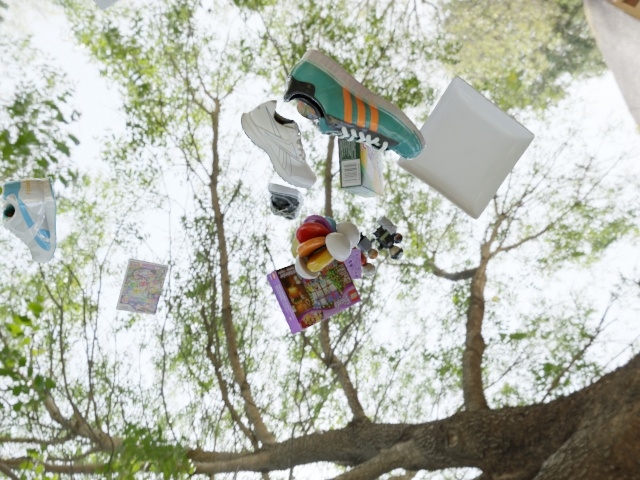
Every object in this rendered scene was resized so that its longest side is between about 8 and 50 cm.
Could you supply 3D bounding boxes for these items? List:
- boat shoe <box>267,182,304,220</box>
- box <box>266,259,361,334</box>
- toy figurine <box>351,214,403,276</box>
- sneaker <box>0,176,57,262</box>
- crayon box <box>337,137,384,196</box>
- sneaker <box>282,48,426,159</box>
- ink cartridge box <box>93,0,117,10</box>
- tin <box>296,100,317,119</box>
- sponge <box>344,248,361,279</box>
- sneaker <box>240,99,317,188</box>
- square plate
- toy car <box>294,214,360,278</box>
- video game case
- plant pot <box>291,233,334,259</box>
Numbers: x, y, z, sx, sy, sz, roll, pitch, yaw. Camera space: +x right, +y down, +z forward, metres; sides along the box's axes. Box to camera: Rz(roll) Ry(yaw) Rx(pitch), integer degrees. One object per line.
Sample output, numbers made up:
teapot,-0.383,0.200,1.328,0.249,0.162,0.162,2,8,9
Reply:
boat shoe,-0.129,-0.130,1.707,0.113,0.105,0.306,14,176,4
box,-0.014,0.155,1.546,0.293,0.057,0.201,-19,-99,-45
toy figurine,0.227,0.023,1.916,0.148,0.213,0.209,48,-156,-8
sneaker,-0.588,-0.038,0.973,0.092,0.229,0.087,-6,-129,-31
crayon box,0.178,-0.382,2.057,0.106,0.363,0.313,-3,176,24
sneaker,0.062,-0.237,0.951,0.302,0.121,0.108,35,174,-4
ink cartridge box,-0.601,-0.862,1.426,0.197,0.270,0.198,50,-129,-37
tin,-0.040,-0.570,1.999,0.106,0.190,0.040,19,-109,-6
sponge,0.051,0.091,1.806,0.210,0.117,0.031,-1,180,-17
sneaker,-0.099,-0.274,1.402,0.297,0.129,0.111,48,-156,-27
square plate,0.480,-0.303,1.599,0.344,0.347,0.049,33,-176,-9
toy car,0.000,0.000,1.223,0.136,0.159,0.182,52,-149,-7
video game case,-0.402,0.105,1.084,0.087,0.122,0.011,14,-171,-28
plant pot,-0.006,0.023,1.426,0.134,0.134,0.095,-18,-141,-40
